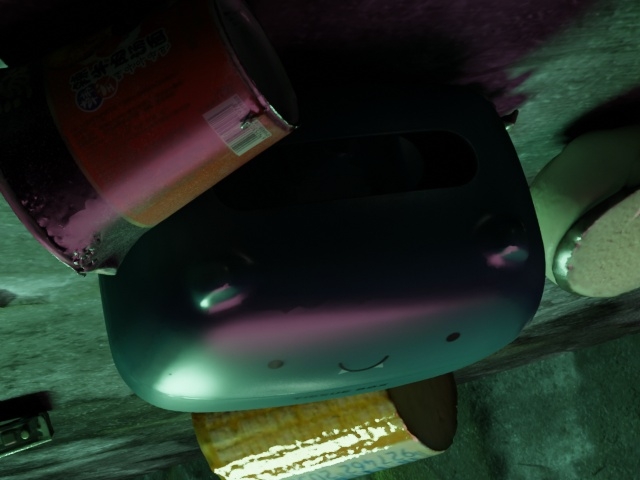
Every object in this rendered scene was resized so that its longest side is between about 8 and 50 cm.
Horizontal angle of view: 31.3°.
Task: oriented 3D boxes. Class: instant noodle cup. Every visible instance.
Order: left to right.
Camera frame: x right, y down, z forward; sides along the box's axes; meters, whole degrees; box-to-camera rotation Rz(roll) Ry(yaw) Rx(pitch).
[{"bbox_3d":[-0.089,-0.066,0.597,0.136,0.127,0.127,-27,163,15],"label":"instant noodle cup"}]

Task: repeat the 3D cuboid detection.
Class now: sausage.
[{"bbox_3d":[0.008,0.201,1.485,0.287,0.233,0.233,-23,164,28],"label":"sausage"}]

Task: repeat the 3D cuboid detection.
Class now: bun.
[{"bbox_3d":[0.261,-0.037,1.035,0.173,0.120,0.173,-15,140,-13],"label":"bun"}]

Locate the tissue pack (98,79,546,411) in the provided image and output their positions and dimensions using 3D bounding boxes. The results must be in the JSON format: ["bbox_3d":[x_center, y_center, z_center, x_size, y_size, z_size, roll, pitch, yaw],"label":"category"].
[{"bbox_3d":[0.000,0.000,0.749,0.287,0.198,0.206,-5,159,-16],"label":"tissue pack"}]

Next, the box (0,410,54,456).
[{"bbox_3d":[-0.516,0.303,1.625,0.270,0.045,0.211,-17,177,-12],"label":"box"}]

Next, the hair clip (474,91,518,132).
[{"bbox_3d":[0.086,-0.070,0.906,0.124,0.052,0.195,-5,157,-14],"label":"hair clip"}]
